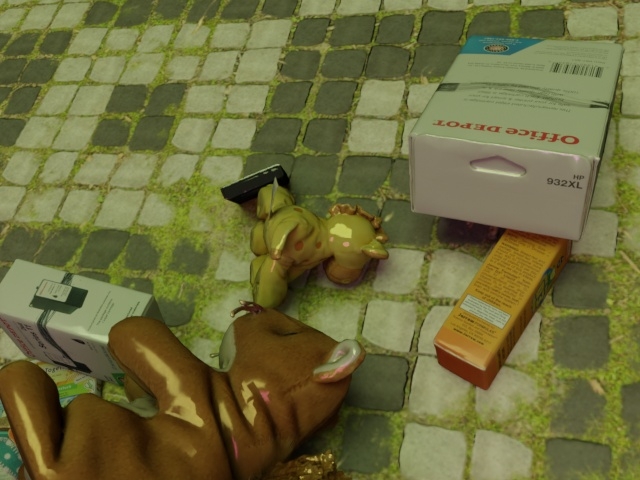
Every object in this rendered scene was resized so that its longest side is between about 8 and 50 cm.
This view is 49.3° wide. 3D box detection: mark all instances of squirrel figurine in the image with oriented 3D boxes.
[{"bbox_3d":[-0.095,0.251,0.751,0.370,0.281,0.397,-20,53,-31],"label":"squirrel figurine"}]

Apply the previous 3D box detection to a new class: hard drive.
[{"bbox_3d":[-0.097,-0.084,1.070,0.094,0.135,0.022,-23,89,1],"label":"hard drive"}]

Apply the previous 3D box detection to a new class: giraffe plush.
[{"bbox_3d":[0.000,0.000,0.976,0.170,0.210,0.181,5,56,-14],"label":"giraffe plush"}]

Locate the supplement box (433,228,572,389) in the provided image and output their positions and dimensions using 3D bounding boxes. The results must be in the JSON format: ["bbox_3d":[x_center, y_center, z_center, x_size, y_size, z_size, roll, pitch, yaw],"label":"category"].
[{"bbox_3d":[0.239,0.070,0.899,0.080,0.078,0.233,25,69,28],"label":"supplement box"}]

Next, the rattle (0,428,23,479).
[{"bbox_3d":[-0.333,0.335,0.852,0.142,0.130,0.200,-2,71,27],"label":"rattle"}]

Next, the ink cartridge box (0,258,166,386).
[{"bbox_3d":[-0.325,0.120,0.960,0.208,0.153,0.087,14,56,12],"label":"ink cartridge box"}]

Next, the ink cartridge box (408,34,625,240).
[{"bbox_3d":[0.271,-0.154,0.948,0.223,0.129,0.307,11,42,22],"label":"ink cartridge box"}]

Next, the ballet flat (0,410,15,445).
[{"bbox_3d":[-0.448,0.262,0.953,0.206,0.073,0.067,-10,41,6],"label":"ballet flat"}]

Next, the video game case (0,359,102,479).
[{"bbox_3d":[-0.423,0.270,0.996,0.227,0.026,0.206,-13,56,9],"label":"video game case"}]
